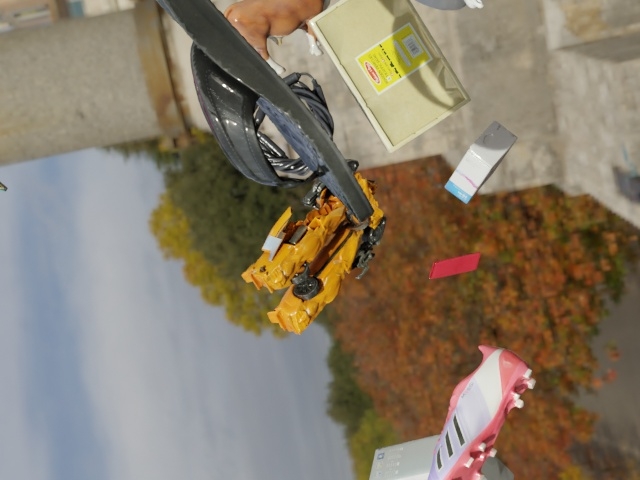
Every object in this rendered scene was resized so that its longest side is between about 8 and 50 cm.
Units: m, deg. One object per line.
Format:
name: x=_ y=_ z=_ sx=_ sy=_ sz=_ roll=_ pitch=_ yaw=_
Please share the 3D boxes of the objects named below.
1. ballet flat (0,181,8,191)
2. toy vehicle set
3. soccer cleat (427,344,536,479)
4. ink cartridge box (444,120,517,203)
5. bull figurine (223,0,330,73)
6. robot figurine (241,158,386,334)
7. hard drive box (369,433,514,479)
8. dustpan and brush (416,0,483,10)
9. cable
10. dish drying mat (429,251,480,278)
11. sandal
ballet flat: x=-0.690 y=-0.123 z=2.250 sx=0.041 sy=0.114 sz=0.041 roll=6 pitch=-90 yaw=-88
toy vehicle set: x=0.119 y=-0.306 z=1.903 sx=0.267 sy=0.166 sz=0.035 roll=58 pitch=179 yaw=-6
soccer cleat: x=0.206 y=0.257 z=1.553 sx=0.095 sy=0.248 sz=0.083 roll=26 pitch=162 yaw=32
ink cartridge box: x=0.269 y=-0.131 z=1.863 sx=0.052 sy=0.088 sz=0.122 roll=38 pitch=151 yaw=8
bull figurine: x=-0.064 y=-0.467 z=2.325 sx=0.101 sy=0.310 sz=0.188 roll=35 pitch=145 yaw=54
robot figurine: x=0.000 y=0.000 z=1.850 sx=0.291 sy=0.085 sz=0.211 roll=-52 pitch=-46 yaw=-28
hard drive box: x=0.247 y=0.486 z=2.268 sx=0.181 sy=0.232 sz=0.089 roll=45 pitch=-138 yaw=-28
dustpan and brush: x=0.232 y=-0.443 z=1.981 sx=0.211 sy=0.147 sz=0.060 roll=-121 pitch=33 yaw=-45
cable: x=-0.055 y=-0.186 z=1.809 sx=0.047 sy=0.150 sz=0.184 roll=74 pitch=180 yaw=-66
dish drying mat: x=0.195 y=0.036 z=1.613 sx=0.008 sy=0.083 sz=0.032 roll=46 pitch=137 yaw=43
sandal: x=-0.110 y=-0.176 z=1.306 sx=0.446 sy=0.107 sz=0.167 roll=48 pitch=179 yaw=-8
